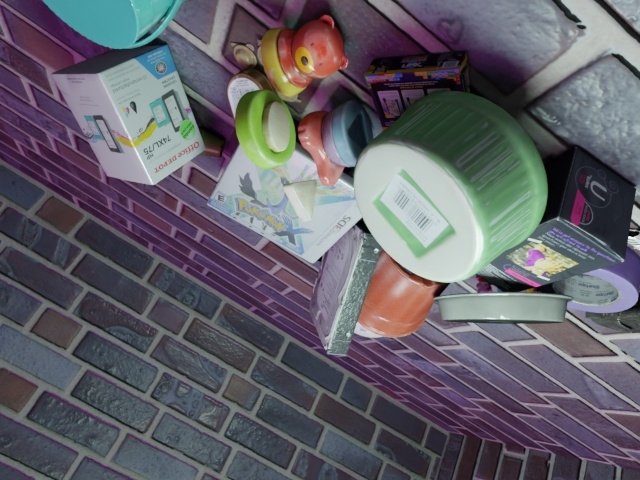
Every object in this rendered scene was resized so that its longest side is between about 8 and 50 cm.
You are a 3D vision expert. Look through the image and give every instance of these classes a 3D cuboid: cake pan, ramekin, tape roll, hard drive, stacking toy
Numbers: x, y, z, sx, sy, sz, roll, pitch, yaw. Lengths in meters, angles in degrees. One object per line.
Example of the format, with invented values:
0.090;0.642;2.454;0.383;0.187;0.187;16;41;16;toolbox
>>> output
0.405;0.157;0.959;0.292;0.054;0.293;1;168;0;cake pan
0.196;-0.077;0.717;0.303;0.148;0.304;40;151;28;ramekin
0.582;0.076;0.927;0.188;0.080;0.189;22;154;11;tape roll
0.056;0.099;1.141;0.064;0.340;0.237;9;-160;-18;hard drive
0.001;-0.213;0.769;0.130;0.280;0.309;-5;139;33;stacking toy

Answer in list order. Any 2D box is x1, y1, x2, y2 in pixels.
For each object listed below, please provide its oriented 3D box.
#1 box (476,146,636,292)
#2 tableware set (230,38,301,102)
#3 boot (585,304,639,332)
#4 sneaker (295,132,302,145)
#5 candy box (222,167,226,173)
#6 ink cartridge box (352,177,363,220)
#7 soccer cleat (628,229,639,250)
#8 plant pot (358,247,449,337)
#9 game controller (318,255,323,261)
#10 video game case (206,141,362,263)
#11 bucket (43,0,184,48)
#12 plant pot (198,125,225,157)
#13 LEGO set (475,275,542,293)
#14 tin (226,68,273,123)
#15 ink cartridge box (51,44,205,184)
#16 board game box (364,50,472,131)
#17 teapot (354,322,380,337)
0.414;-0.022;0.812;0.143;0.165;0.270;32;154;-7;box
-0.120;-0.354;0.909;0.140;0.020;0.169;17;151;24;tableware set
0.770;0.174;0.931;0.262;0.091;0.229;14;165;5;boot
-0.121;-0.190;1.115;0.268;0.101;0.153;-10;132;49;sneaker
-0.175;-0.116;1.186;0.196;0.070;0.165;21;172;1;candy box
0.084;-0.108;1.078;0.122;0.089;0.052;17;154;23;ink cartridge box
0.610;-0.002;0.814;0.083;0.029;0.036;28;159;13;soccer cleat
0.220;0.085;1.127;0.272;0.273;0.265;27;147;2;plant pot
0.000;0.000;1.390;0.166;0.067;0.319;32;155;-10;game controller
-0.078;-0.098;1.026;0.328;0.036;0.300;30;136;-15;video game case
-0.362;-0.484;0.719;0.280;0.183;0.281;23;154;12;bucket
-0.315;-0.271;1.205;0.079;0.084;0.083;18;156;-7;plant pot
0.522;0.154;1.116;0.227;0.093;0.087;-6;139;50;LEGO set
-0.146;-0.277;0.939;0.106;0.040;0.190;8;128;29;tin
-0.456;-0.309;1.045;0.197;0.198;0.270;13;134;31;ink cartridge box
0.180;-0.255;0.756;0.170;0.048;0.141;11;152;33;board game box
0.181;0.189;1.437;0.252;0.187;0.256;-29;104;30;teapot
